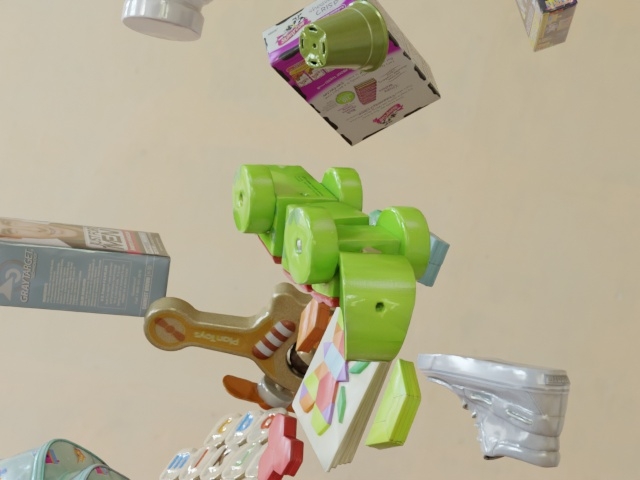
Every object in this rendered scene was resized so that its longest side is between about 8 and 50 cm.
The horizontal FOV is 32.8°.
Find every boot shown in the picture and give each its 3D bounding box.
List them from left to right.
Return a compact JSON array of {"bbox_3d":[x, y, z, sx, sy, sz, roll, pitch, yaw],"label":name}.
[{"bbox_3d":[0.200,0.207,1.335,0.095,0.124,0.258,6,-2,-27],"label":"boot"}]

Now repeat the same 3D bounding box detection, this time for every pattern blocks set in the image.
[{"bbox_3d":[0.026,0.127,1.095,0.026,0.325,0.285,18,0,-23],"label":"pattern blocks set"}]

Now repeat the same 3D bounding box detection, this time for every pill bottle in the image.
[{"bbox_3d":[-0.222,-0.452,1.679,0.153,0.265,0.153,10,-6,1],"label":"pill bottle"}]

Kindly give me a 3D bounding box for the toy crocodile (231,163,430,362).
[{"bbox_3d":[0.000,0.000,0.979,0.115,0.105,0.340,-1,20,-24],"label":"toy crocodile"}]

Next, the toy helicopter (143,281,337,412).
[{"bbox_3d":[-0.097,0.165,1.667,0.354,0.235,0.140,10,29,-5],"label":"toy helicopter"}]

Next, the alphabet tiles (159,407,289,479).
[{"bbox_3d":[-0.165,0.362,1.618,0.284,0.278,0.021,-17,-61,47],"label":"alphabet tiles"}]

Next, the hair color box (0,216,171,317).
[{"bbox_3d":[-0.453,0.040,1.827,0.374,0.114,0.185,5,11,-16],"label":"hair color box"}]

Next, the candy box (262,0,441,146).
[{"bbox_3d":[0.048,-0.247,1.536,0.159,0.071,0.233,-26,-37,18],"label":"candy box"}]

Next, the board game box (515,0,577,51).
[{"bbox_3d":[0.275,-0.331,1.375,0.048,0.141,0.170,-19,-7,5],"label":"board game box"}]

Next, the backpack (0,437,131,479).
[{"bbox_3d":[-0.252,0.291,1.076,0.144,0.188,0.166,-29,-37,11],"label":"backpack"}]

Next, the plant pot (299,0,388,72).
[{"bbox_3d":[0.021,-0.225,1.231,0.079,0.083,0.083,-19,10,-36],"label":"plant pot"}]
